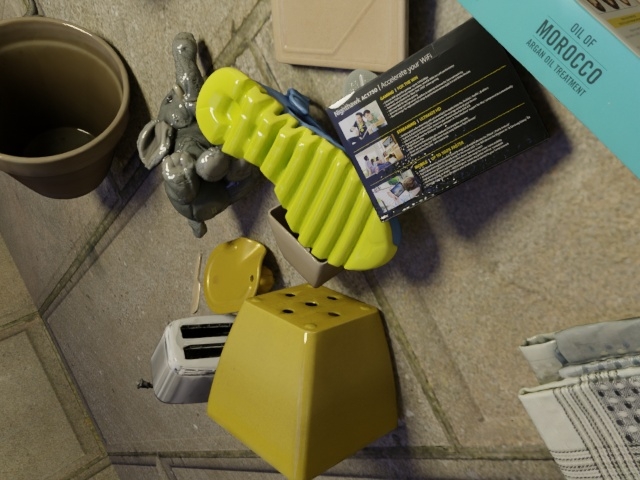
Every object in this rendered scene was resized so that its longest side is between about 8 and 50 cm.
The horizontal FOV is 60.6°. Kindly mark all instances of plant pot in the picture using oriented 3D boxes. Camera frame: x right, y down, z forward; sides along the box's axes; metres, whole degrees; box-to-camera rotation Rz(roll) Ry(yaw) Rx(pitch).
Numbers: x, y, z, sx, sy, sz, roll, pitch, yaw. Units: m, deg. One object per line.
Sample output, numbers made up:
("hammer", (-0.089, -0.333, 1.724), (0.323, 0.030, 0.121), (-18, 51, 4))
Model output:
("plant pot", (0.000, 0.000, 0.750), (0.109, 0.109, 0.096), (44, 149, 24))
("plant pot", (-0.019, 0.179, 0.796), (0.212, 0.212, 0.187), (19, 111, 42))
("plant pot", (-0.540, -0.227, 1.108), (0.323, 0.323, 0.280), (54, 157, 13))

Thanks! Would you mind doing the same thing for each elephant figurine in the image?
("elephant figurine", (-0.206, -0.166, 0.875), (0.240, 0.186, 0.169), (59, -175, 23))

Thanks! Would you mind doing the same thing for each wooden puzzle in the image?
("wooden puzzle", (0.017, -0.309, 0.615), (0.238, 0.044, 0.221), (25, 127, 44))

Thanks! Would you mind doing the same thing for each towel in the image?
("towel", (0.362, 0.209, 0.490), (0.312, 0.056, 0.324), (-29, 87, 51))

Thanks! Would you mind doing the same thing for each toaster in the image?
("toaster", (-0.219, 0.218, 1.019), (0.146, 0.226, 0.129), (-58, 39, 44))

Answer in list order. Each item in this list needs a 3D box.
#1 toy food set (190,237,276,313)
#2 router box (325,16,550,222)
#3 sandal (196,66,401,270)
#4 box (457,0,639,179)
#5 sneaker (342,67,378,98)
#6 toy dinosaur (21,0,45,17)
("toy food set", (-0.148, 0.069, 0.984), (0.217, 0.071, 0.128), (-13, 73, 47))
("router box", (0.112, -0.116, 0.543), (0.178, 0.046, 0.133), (-27, 89, 22))
("sandal", (-0.009, -0.099, 0.685), (0.317, 0.138, 0.126), (50, 122, 14))
("box", (0.207, -0.161, 0.430), (0.244, 0.100, 0.060), (52, 141, 15))
("sneaker", (0.078, -0.125, 0.616), (0.053, 0.061, 0.152), (-38, 83, 17))
("toy dinosaur", (-0.678, -0.420, 1.270), (0.160, 0.121, 0.314), (-17, 101, 37))
